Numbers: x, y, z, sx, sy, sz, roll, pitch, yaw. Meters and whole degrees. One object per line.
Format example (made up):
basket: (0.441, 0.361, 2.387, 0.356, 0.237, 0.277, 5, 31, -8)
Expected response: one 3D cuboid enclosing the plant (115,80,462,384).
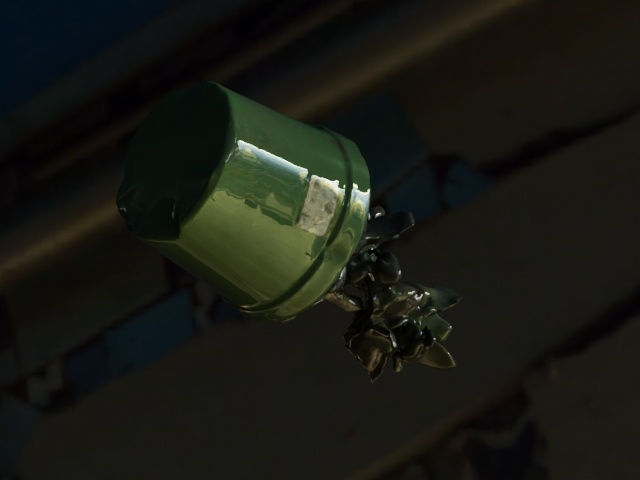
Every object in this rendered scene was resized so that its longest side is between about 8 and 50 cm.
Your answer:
plant: (0.000, 0.000, 0.399, 0.051, 0.051, 0.102, -23, -39, 36)
